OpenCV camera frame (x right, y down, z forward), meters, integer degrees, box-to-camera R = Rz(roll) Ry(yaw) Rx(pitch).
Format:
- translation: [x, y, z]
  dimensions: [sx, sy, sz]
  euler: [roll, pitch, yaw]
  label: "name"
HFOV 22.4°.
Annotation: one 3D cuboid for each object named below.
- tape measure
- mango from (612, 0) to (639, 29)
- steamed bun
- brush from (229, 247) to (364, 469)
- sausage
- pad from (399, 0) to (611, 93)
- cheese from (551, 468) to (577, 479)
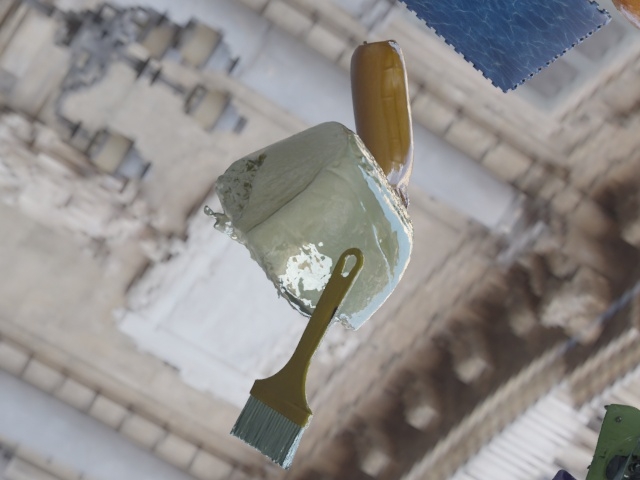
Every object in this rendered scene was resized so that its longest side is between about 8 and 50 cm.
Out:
- translation: [0.407, 0.299, 2.039]
  dimensions: [0.154, 0.087, 0.177]
  euler: [4, -123, 34]
  label: "tape measure"
- translation: [0.411, -0.345, 1.815]
  dimensions: [0.257, 0.187, 0.138]
  euler: [70, 31, -52]
  label: "mango"
- translation: [0.000, 0.000, 2.384]
  dimensions: [0.273, 0.290, 0.272]
  euler: [-37, -145, 11]
  label: "steamed bun"
- translation: [-0.011, 0.099, 1.449]
  dimensions: [0.083, 0.011, 0.205]
  euler: [26, -90, 47]
  label: "brush"
- translation: [0.113, -0.185, 2.790]
  dimensions: [0.112, 0.112, 0.328]
  euler: [-17, -101, 63]
  label: "sausage"
- translation: [0.262, -0.359, 2.420]
  dimensions: [0.269, 0.270, 0.012]
  euler: [-37, -164, 52]
  label: "pad"
- translation: [0.329, 0.314, 1.776]
  dimensions: [0.105, 0.191, 0.042]
  euler: [-48, 143, -42]
  label: "cheese"
